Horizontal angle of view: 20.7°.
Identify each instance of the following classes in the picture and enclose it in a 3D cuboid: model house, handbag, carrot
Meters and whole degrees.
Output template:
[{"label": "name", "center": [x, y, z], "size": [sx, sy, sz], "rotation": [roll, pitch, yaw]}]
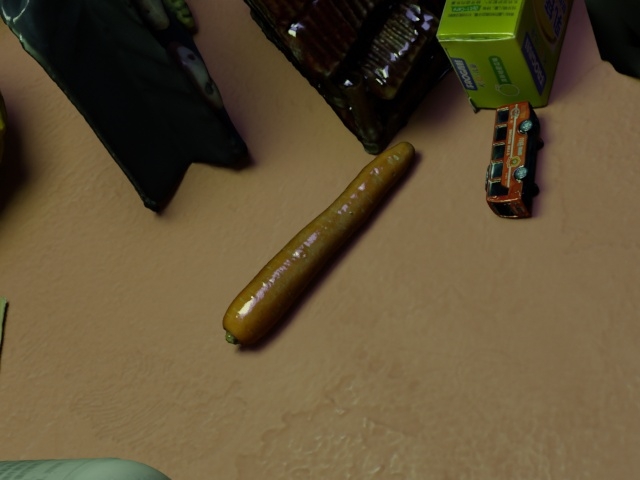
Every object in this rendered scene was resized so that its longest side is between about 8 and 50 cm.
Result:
[{"label": "model house", "center": [0.021, -0.308, 1.612], "size": [0.297, 0.282, 0.317], "rotation": [33, 76, 38]}, {"label": "handbag", "center": [-0.202, -0.234, 1.656], "size": [0.122, 0.303, 0.329], "rotation": [-26, 50, 7]}, {"label": "carrot", "center": [0.000, 0.000, 1.570], "size": [0.043, 0.043, 0.248], "rotation": [33, 74, 38]}]

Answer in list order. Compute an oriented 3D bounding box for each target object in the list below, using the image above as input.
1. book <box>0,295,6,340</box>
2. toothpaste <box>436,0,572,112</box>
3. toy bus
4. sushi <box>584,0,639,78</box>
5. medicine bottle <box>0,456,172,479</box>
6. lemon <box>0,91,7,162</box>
[{"label": "book", "center": [-0.445, 0.155, 1.669], "size": [0.289, 0.026, 0.201], "rotation": [-9, 56, 14]}, {"label": "toothpaste", "center": [0.193, -0.283, 1.625], "size": [0.077, 0.110, 0.327], "rotation": [3, 60, 25]}, {"label": "toy bus", "center": [0.170, -0.071, 1.543], "size": [0.043, 0.031, 0.110], "rotation": [-6, 54, 25]}, {"label": "sushi", "center": [0.334, -0.234, 1.507], "size": [0.150, 0.153, 0.172], "rotation": [-29, 26, -18]}, {"label": "medicine bottle", "center": [-0.258, 0.294, 1.358], "size": [0.306, 0.245, 0.245], "rotation": [-5, 56, 23]}, {"label": "lemon", "center": [-0.439, -0.114, 1.729], "size": [0.267, 0.267, 0.267], "rotation": [-13, 54, 18]}]
